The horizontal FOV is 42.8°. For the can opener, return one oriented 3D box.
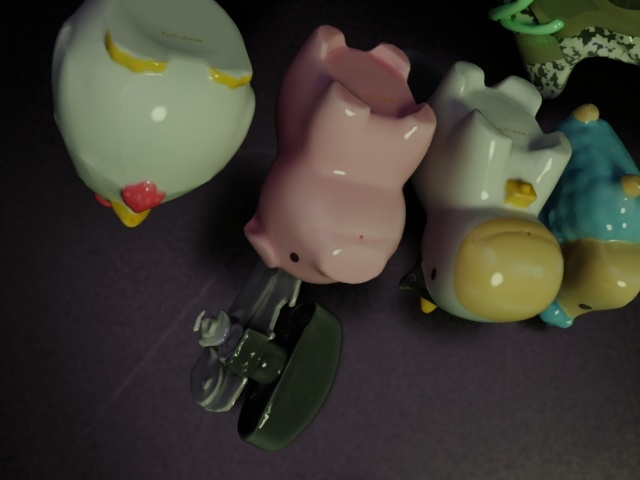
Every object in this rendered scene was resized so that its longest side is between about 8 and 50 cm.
[{"bbox_3d":[0.000,0.000,0.556,0.093,0.074,0.280,31,84,-28],"label":"can opener"}]

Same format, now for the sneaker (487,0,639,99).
[{"bbox_3d":[0.152,-0.178,0.517,0.410,0.158,0.182,25,118,0],"label":"sneaker"}]

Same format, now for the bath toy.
[{"bbox_3d":[0.022,-0.031,0.459,0.348,0.129,0.151,12,46,-24],"label":"bath toy"}]
